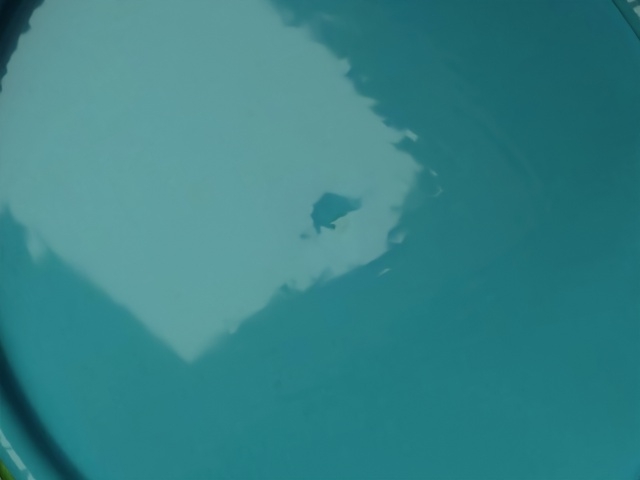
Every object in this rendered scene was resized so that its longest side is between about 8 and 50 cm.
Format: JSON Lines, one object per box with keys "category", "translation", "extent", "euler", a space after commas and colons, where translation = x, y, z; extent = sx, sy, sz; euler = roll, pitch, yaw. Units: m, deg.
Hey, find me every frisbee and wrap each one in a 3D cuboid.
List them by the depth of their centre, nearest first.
{"category": "frisbee", "translation": [0.001, -0.002, 0.630], "extent": [0.289, 0.049, 0.290], "euler": [6, 106, 19]}

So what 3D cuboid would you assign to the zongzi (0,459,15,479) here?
{"category": "zongzi", "translation": [-0.065, 0.154, 0.769], "extent": [0.242, 0.112, 0.221], "euler": [22, 126, 11]}
